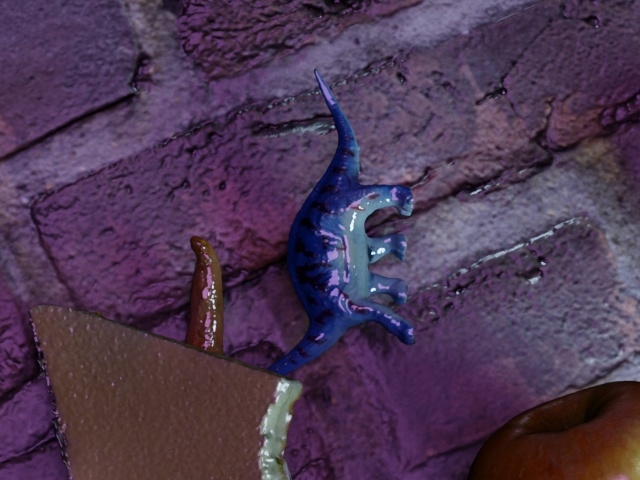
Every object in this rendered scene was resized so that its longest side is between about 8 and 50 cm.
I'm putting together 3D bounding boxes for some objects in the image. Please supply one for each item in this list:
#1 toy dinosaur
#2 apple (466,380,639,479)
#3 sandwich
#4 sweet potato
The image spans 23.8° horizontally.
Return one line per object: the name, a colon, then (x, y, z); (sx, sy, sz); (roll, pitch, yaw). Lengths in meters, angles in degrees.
toy dinosaur: (0.027, 0.017, 1.378); (0.144, 0.076, 0.329); (13, 85, 1)
apple: (0.238, 0.238, 1.289); (0.237, 0.237, 0.207); (-25, 100, -14)
sandwich: (-0.118, 0.142, 1.286); (0.212, 0.063, 0.244); (-19, 76, 13)
sweet potato: (-0.102, 0.104, 1.344); (0.050, 0.050, 0.214); (2, 78, -9)
